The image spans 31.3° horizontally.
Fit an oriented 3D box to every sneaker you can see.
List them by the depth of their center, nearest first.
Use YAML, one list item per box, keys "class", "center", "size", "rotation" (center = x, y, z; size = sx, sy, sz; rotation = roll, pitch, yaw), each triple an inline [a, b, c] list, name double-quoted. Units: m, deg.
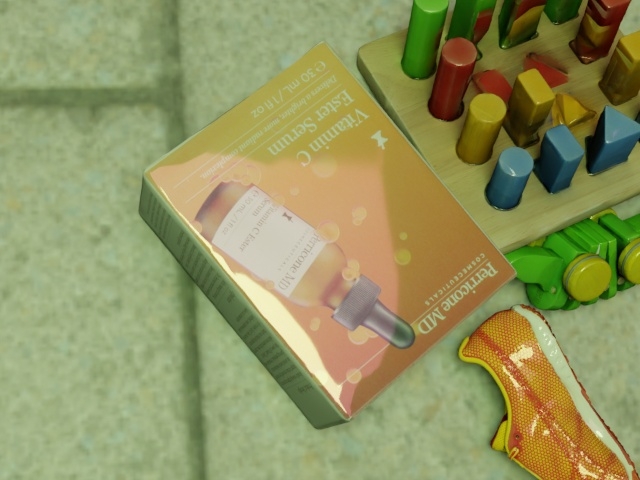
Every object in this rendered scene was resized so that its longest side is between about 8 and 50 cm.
- class: "sneaker"
  center: [0.141, 0.123, 0.673]
  size: [0.067, 0.064, 0.175]
  rotation: [-33, 80, 5]

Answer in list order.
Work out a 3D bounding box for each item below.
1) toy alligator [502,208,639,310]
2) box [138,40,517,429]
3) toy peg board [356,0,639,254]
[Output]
- class: "toy alligator"
  center: [0.188, 0.009, 0.707]
  size: [0.190, 0.056, 0.051]
  rotation: [-15, 126, -20]
- class: "box"
  center: [0.000, 0.000, 0.647]
  size: [0.130, 0.091, 0.170]
  rotation: [-40, 88, -16]
- class: "toy peg board"
  center: [0.130, -0.098, 0.676]
  size: [0.161, 0.079, 0.160]
  rotation: [-23, 66, -14]
